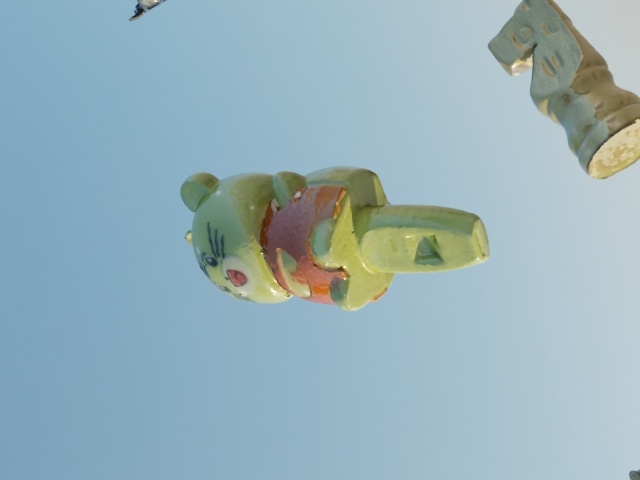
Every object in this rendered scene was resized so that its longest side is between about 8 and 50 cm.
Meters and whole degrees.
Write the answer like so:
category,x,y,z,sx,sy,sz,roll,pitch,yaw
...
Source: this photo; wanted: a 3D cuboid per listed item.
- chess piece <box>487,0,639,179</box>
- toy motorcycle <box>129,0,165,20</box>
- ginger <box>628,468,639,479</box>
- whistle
category,x,y,z,sx,sy,sz,roll,pitch,yaw
chess piece,0.251,-0.163,1.080,0.090,0.090,0.200,19,-145,-55
toy motorcycle,-0.126,-0.226,0.538,0.263,0.091,0.157,-114,5,-47
ginger,0.241,0.169,0.663,0.044,0.057,0.137,36,-173,-9
whistle,0.000,0.000,0.878,0.106,0.288,0.131,-52,-48,-42
